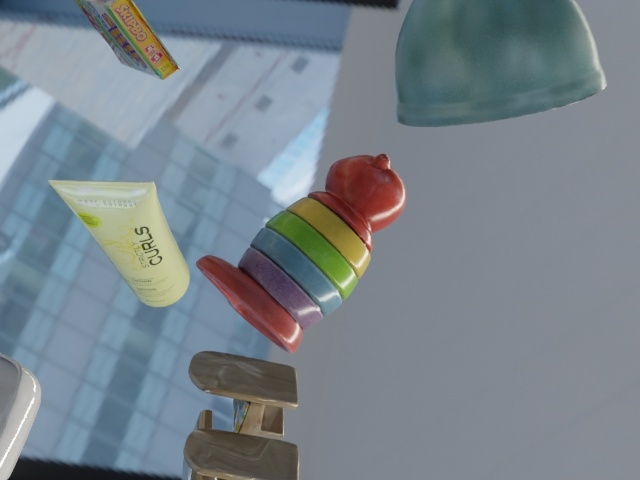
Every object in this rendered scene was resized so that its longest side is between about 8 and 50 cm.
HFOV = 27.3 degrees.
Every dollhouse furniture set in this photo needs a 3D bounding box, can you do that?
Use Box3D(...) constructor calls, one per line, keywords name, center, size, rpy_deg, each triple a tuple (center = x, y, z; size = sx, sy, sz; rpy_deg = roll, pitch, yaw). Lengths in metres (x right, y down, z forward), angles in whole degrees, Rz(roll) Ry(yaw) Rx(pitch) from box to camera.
Box3D(name="dollhouse furniture set", center=(-0.196, 0.392, 1.667), size=(0.394, 0.257, 0.362), rpy_deg=(-93, -161, -49))

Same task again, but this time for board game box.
Box3D(name="board game box", center=(-0.272, -0.292, 1.846), size=(0.039, 0.124, 0.259), rpy_deg=(-41, -156, -12))

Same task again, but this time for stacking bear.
Box3D(name="stacking bear", center=(0.000, 0.000, 1.826), size=(0.289, 0.175, 0.164), rpy_deg=(-47, -127, -9))

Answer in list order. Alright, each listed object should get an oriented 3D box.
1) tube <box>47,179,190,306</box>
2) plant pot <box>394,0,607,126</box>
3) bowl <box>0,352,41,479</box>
Box3D(name="tube", center=(-0.175, -0.004, 1.218), size=(0.070, 0.062, 0.240), rpy_deg=(-37, 159, -10))
Box3D(name="plant pot", center=(0.231, -0.285, 1.807), size=(0.293, 0.196, 0.293), rpy_deg=(-11, -166, 3))
Box3D(name="bowl", center=(-0.338, 0.182, 1.320), size=(0.142, 0.053, 0.142), rpy_deg=(10, -105, 46))
